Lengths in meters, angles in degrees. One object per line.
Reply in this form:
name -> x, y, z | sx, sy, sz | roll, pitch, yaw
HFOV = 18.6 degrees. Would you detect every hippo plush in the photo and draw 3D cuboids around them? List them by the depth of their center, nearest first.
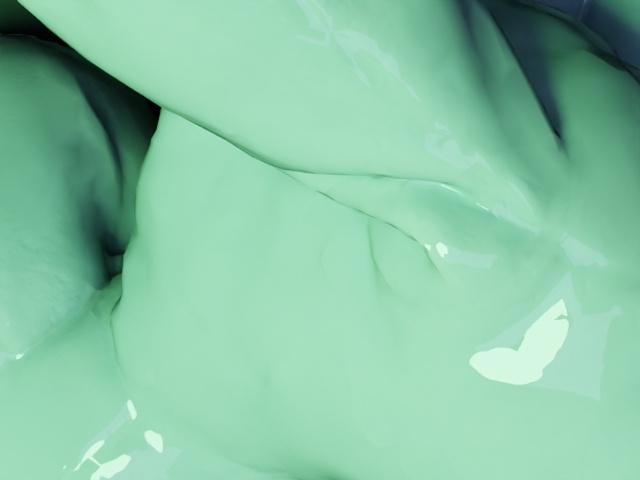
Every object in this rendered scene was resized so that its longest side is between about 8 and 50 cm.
hippo plush -> 0.000, 0.000, 0.508 | 0.236, 0.234, 0.294 | -33, 95, 39
